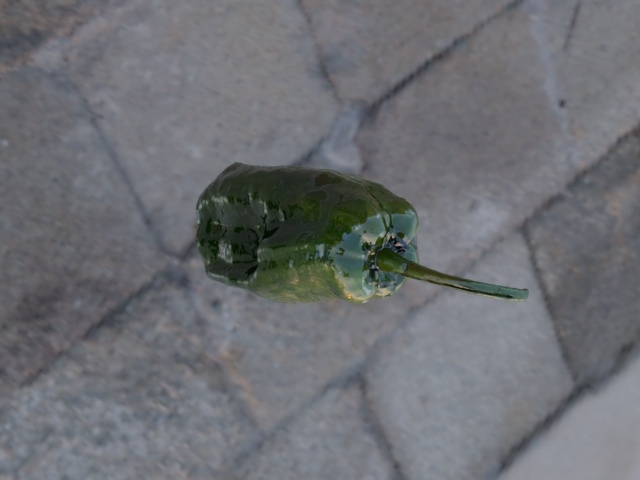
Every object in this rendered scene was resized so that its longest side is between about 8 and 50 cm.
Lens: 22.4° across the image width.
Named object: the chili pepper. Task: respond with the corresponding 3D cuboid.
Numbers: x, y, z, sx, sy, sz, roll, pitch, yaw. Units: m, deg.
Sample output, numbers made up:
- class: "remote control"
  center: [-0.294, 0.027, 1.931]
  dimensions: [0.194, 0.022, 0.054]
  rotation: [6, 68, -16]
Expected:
- class: "chili pepper"
  center: [0.001, -0.003, 0.805]
  dimensions: [0.073, 0.204, 0.072]
  rotation: [-22, 108, -35]
